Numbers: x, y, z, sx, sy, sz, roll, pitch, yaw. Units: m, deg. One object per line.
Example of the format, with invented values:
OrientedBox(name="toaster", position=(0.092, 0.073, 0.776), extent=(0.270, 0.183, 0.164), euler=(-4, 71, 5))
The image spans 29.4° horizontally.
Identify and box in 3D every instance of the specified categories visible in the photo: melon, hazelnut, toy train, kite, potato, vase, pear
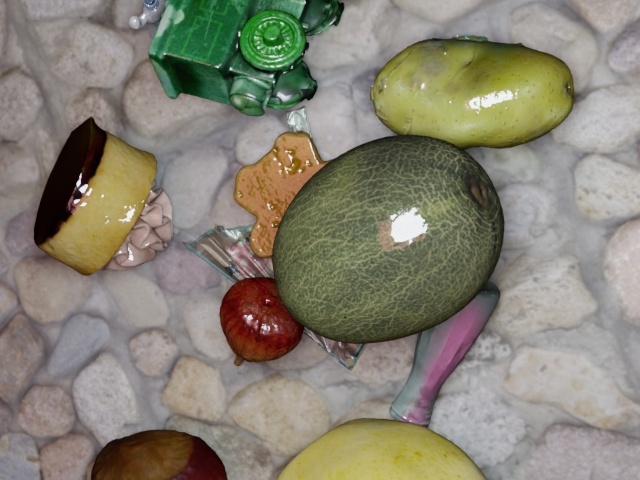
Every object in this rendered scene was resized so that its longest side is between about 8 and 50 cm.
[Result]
OrientedBox(name="melon", position=(0.075, 0.002, 1.478), extent=(0.301, 0.237, 0.237), euler=(-29, 87, 36))
OrientedBox(name="hazelnut", position=(-0.234, 0.346, 1.705), extent=(0.201, 0.160, 0.170), euler=(3, 82, 53))
OrientedBox(name="toy train", position=(-0.086, -0.289, 1.568), extent=(0.201, 0.145, 0.266), euler=(16, 73, 9))
OrientedBox(name="kite", position=(0.000, 0.000, 1.666), extent=(0.406, 0.014, 0.368), euler=(-11, 92, 17))
OrientedBox(name="potato", position=(0.190, -0.184, 1.515), extent=(0.248, 0.169, 0.143), euler=(2, 117, 22))
OrientedBox(name="vase", position=(0.156, 0.144, 1.603), extent=(0.086, 0.086, 0.214), euler=(26, 106, 12))
OrientedBox(name="pear", position=(0.075, 0.368, 1.537), extent=(0.309, 0.309, 0.309), euler=(2, 96, 16))

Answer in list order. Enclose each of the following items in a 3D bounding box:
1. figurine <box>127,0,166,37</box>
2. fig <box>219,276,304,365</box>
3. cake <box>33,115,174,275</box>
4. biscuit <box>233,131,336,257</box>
OrientedBox(name="figurine", position=(-0.214, -0.315, 1.660), extent=(0.082, 0.086, 0.094), euler=(28, 102, 14))
OrientedBox(name="fig", position=(-0.098, 0.117, 1.648), extent=(0.153, 0.119, 0.119), euler=(-32, 86, 29))
OrientedBox(name="cake", position=(-0.276, -0.045, 1.666), extent=(0.178, 0.185, 0.208), euler=(20, 100, -23))
OrientedBox(name="biscuit", position=(-0.005, -0.024, 1.639), extent=(0.184, 0.035, 0.249), euler=(-42, 84, 13))
